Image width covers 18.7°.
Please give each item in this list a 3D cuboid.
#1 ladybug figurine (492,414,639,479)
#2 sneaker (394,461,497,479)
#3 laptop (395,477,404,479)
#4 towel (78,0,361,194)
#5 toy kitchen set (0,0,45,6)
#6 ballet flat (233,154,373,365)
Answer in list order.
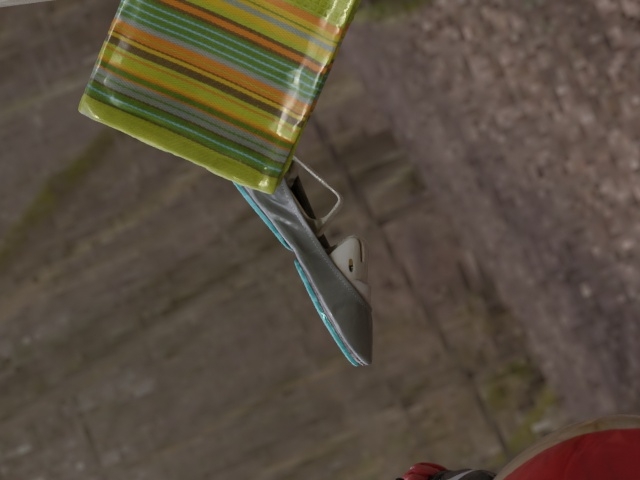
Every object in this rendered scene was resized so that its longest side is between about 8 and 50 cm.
[{"bbox_3d":[0.231,0.274,1.328,0.449,0.305,0.162,-103,12,-55],"label":"ladybug figurine"},{"bbox_3d":[0.101,0.254,1.616,0.276,0.135,0.098,-28,-68,-65],"label":"sneaker"},{"bbox_3d":[0.090,0.332,1.274,0.234,0.136,0.264,112,160,-48],"label":"laptop"},{"bbox_3d":[-0.021,-0.143,0.868,0.021,0.102,0.237,-100,32,-70],"label":"towel"},{"bbox_3d":[-0.193,-0.283,1.429,0.207,0.122,0.166,-21,83,55],"label":"toy kitchen set"},{"bbox_3d":[0.000,0.000,1.571,0.213,0.068,0.072,57,-174,17],"label":"ballet flat"}]
